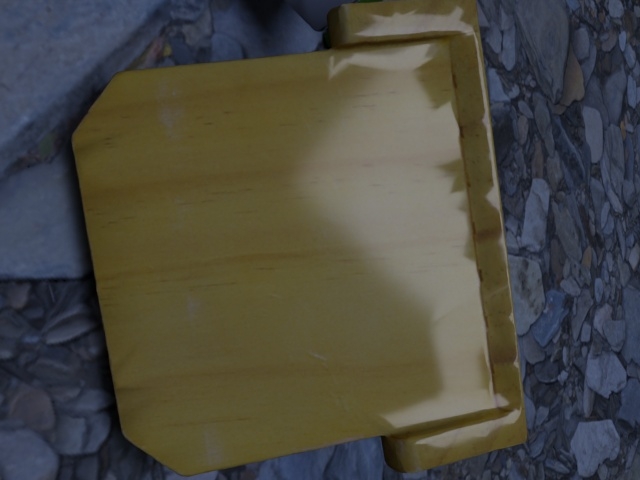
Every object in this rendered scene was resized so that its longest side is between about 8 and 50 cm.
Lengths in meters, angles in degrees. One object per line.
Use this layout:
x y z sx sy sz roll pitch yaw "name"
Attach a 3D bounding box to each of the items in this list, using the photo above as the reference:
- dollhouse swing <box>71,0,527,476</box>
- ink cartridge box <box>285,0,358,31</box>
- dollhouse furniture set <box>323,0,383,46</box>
0.000 0.000 0.615 0.315 0.304 0.347 -51 132 -83 "dollhouse swing"
0.011 -0.351 0.559 0.211 0.121 0.289 40 56 -19 "ink cartridge box"
0.019 -0.270 0.671 0.076 0.058 0.152 -7 74 -36 "dollhouse furniture set"
